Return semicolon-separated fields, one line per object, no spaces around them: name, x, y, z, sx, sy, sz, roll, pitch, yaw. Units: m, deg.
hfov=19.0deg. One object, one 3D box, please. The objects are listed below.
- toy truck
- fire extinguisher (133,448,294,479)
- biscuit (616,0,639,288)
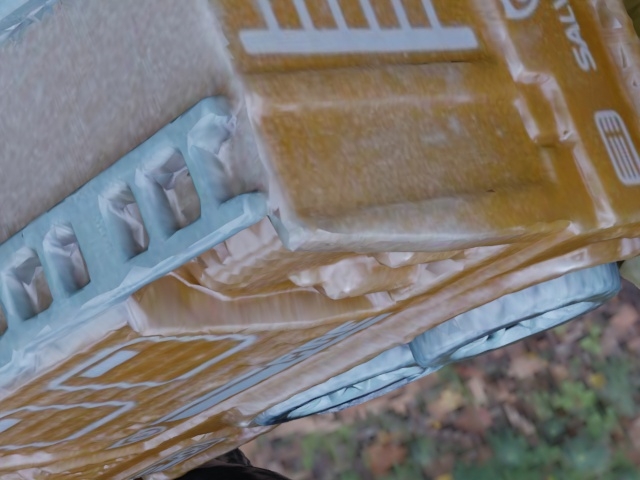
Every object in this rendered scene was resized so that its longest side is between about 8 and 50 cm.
toy truck;-0.075;0.004;0.484;0.305;0.136;0.162;-30;166;39
fire extinguisher;-0.097;0.122;0.753;0.200;0.376;0.113;16;86;-40
biscuit;0.125;-0.026;0.541;0.154;0.299;0.045;-9;117;-19
